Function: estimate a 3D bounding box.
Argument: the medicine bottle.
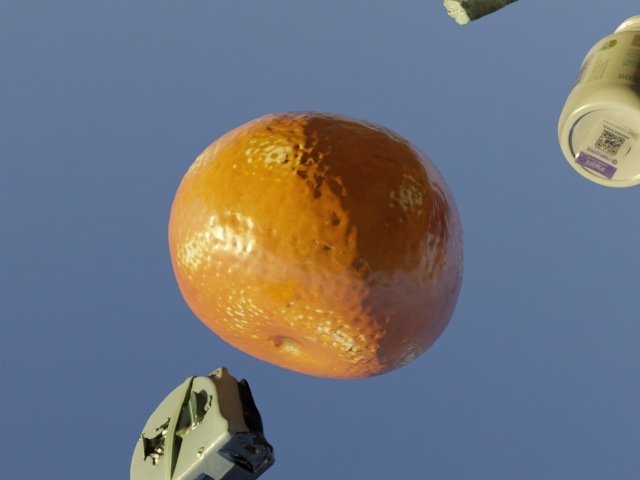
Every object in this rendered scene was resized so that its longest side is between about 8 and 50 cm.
[{"bbox_3d":[0.365,-0.172,1.698,0.135,0.135,0.215,21,-134,10],"label":"medicine bottle"}]

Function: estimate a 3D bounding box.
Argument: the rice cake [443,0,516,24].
[{"bbox_3d":[0.244,-0.319,1.812,0.211,0.034,0.043,-27,-161,-28],"label":"rice cake"}]

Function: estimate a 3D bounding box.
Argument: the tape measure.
[{"bbox_3d":[-0.151,0.253,1.765,0.107,0.181,0.182,38,-168,-28],"label":"tape measure"}]

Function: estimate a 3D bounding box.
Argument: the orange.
[{"bbox_3d":[0.000,0.000,1.996,0.424,0.424,0.326,18,-113,6],"label":"orange"}]
